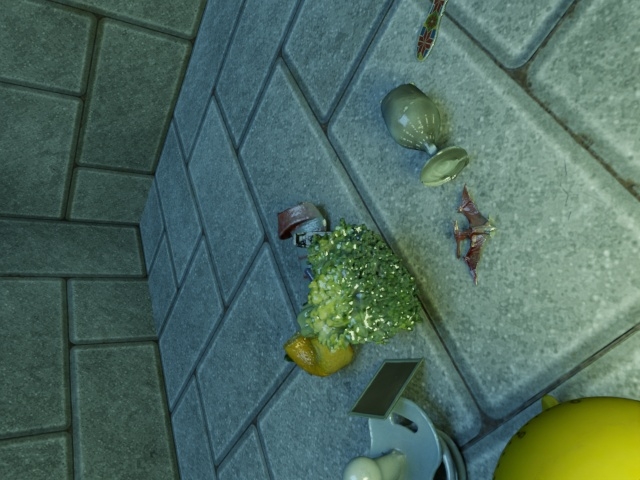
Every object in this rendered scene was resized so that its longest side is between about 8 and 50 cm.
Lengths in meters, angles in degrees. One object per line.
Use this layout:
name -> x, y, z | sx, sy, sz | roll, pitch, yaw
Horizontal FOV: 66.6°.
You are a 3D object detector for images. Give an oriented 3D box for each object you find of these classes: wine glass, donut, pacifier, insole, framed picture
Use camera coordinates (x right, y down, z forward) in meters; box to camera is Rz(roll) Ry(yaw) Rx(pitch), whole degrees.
wine glass -> 0.229, -0.248, 1.118 | 0.126, 0.126, 0.241 | -55, 46, 38
donut -> 0.006, 0.318, 1.389 | 0.152, 0.101, 0.259 | 55, 143, -2
pacifier -> 0.152, 0.505, 1.061 | 0.244, 0.232, 0.300 | 9, 95, 54
insole -> 0.273, -0.533, 1.183 | 0.065, 0.006, 0.194 | 46, 125, 49
framed picture -> 0.155, 0.350, 1.158 | 0.011, 0.183, 0.142 | 52, 146, -12

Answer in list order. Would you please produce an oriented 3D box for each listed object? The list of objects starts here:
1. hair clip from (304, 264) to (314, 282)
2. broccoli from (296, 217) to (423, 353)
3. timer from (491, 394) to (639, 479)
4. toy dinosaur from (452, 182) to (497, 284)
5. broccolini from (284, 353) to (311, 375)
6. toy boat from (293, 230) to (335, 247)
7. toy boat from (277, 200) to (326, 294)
hair clip -> 0.019, 0.174, 1.428 | 0.137, 0.090, 0.279 | -45, 51, 53
broccoli -> 0.074, 0.144, 1.136 | 0.280, 0.293, 0.348 | -30, 24, 31
timer -> 0.394, 0.392, 0.653 | 0.387, 0.375, 0.377 | 61, -165, -66
toy dinosaur -> 0.323, -0.015, 1.034 | 0.108, 0.032, 0.220 | -12, 79, 53
broccolini -> -0.061, 0.397, 1.581 | 0.067, 0.058, 0.216 | -53, 14, -26
toy boat -> 0.000, 0.000, 1.443 | 0.200, 0.077, 0.057 | 3, 94, 35
toy boat -> -0.043, 0.028, 1.558 | 0.206, 0.096, 0.283 | -19, 80, 39
